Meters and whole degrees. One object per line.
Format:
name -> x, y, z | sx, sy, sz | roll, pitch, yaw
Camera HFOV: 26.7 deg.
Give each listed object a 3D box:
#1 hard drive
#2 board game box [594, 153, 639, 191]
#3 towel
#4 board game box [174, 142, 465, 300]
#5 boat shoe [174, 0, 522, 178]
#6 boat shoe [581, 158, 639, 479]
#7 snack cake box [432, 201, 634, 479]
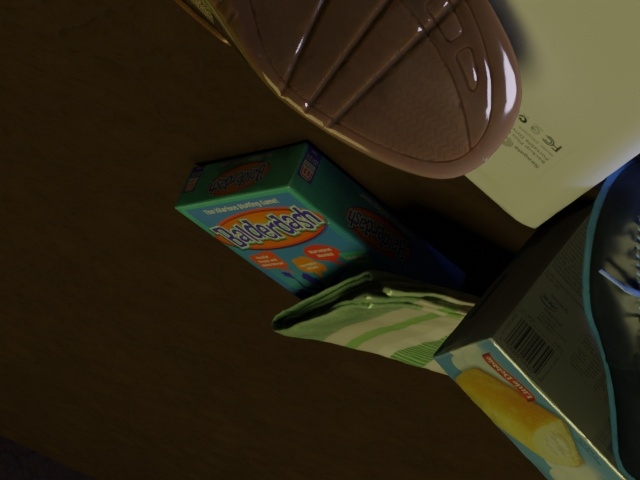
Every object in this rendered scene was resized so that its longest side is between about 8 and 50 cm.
hard drive -> 0.116, -0.130, 0.748 | 0.203, 0.040, 0.307 | 41, 155, -1
board game box -> 0.236, -0.066, 0.833 | 0.141, 0.048, 0.170 | 31, 156, -14
towel -> 0.144, 0.101, 1.203 | 0.325, 0.038, 0.248 | 16, 163, -17
board game box -> 0.000, 0.000, 1.183 | 0.210, 0.047, 0.160 | 38, 152, -31
boat shoe -> -0.033, -0.165, 0.756 | 0.342, 0.123, 0.123 | 35, -173, -7
boat shoe -> 0.237, 0.061, 0.867 | 0.089, 0.109, 0.258 | 20, 142, 43
snack cake box -> 0.233, 0.121, 1.015 | 0.264, 0.152, 0.089 | 47, 152, -7
